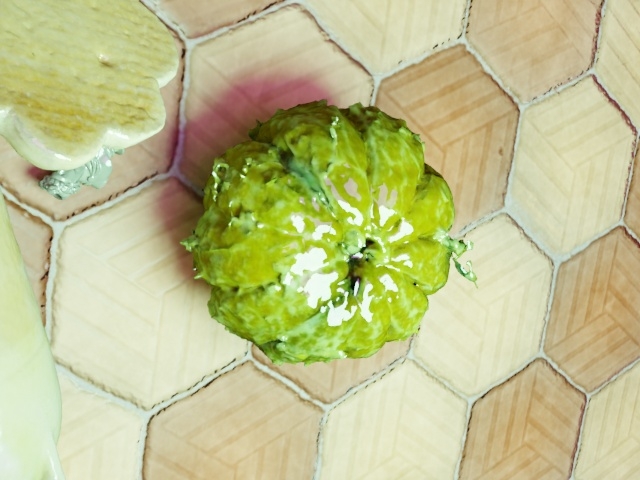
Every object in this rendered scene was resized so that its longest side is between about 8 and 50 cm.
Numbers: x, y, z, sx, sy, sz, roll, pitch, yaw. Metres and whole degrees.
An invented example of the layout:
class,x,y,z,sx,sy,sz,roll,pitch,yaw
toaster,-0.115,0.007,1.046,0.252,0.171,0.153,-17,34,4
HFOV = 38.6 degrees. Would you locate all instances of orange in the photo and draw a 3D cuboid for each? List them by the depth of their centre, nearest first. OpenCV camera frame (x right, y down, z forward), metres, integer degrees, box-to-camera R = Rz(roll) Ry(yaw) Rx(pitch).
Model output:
class,x,y,z,sx,sy,sz,roll,pitch,yaw
orange,0.000,0.000,1.025,0.301,0.223,0.300,-40,108,-14

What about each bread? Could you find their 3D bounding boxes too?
class,x,y,z,sx,sy,sz,roll,pitch,yaw
bread,-0.261,-0.201,0.823,0.316,0.054,0.315,29,44,-33

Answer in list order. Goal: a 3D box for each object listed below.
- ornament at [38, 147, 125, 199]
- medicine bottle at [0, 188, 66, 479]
class,x,y,z,sx,sy,sz,roll,pitch,yaw
ornament,-0.249,-0.079,0.955,0.068,0.041,0.092,35,73,-39
medicine bottle,-0.362,0.115,0.813,0.236,0.236,0.405,-20,111,-27
